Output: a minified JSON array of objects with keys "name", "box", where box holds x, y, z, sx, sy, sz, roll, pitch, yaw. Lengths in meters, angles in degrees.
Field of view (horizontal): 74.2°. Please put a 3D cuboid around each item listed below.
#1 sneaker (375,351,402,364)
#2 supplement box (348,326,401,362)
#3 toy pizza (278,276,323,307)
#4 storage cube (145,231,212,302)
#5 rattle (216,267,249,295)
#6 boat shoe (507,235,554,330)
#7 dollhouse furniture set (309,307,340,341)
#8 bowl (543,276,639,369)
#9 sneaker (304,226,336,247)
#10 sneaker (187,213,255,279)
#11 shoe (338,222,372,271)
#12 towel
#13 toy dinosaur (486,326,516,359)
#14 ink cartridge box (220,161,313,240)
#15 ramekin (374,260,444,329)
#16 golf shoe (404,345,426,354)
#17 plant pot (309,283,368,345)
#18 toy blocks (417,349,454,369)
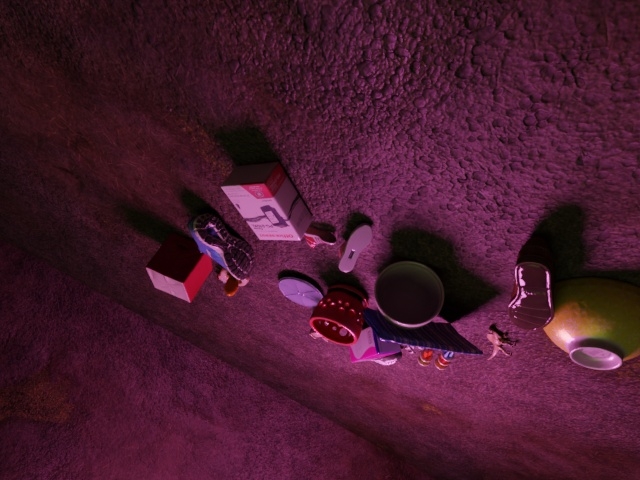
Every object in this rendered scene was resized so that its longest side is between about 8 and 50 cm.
[{"name":"sneaker","box":[0.241,0.484,1.847,0.234,0.078,0.106,-7,137,43]},{"name":"supplement box","box":[0.211,0.418,1.712,0.114,0.111,0.220,2,157,-27]},{"name":"toy pizza","box":[-0.077,0.204,1.720,0.201,0.032,0.201,18,145,13]},{"name":"storage cube","box":[-0.597,0.115,1.806,0.183,0.193,0.215,22,148,7]},{"name":"rattle","box":[-0.412,0.198,1.849,0.199,0.143,0.130,-14,149,37]},{"name":"boat shoe","box":[0.560,0.119,1.101,0.110,0.104,0.307,11,142,25]},{"name":"dollhouse furniture set","box":[0.042,0.368,1.746,0.182,0.161,0.101,43,144,-22]},{"name":"bowl","box":[0.726,0.244,1.117,0.289,0.156,0.289,18,147,13]},{"name":"sneaker","box":[0.000,0.000,1.377,0.118,0.042,0.067,21,143,23]},{"name":"sneaker","box":[-0.378,0.021,1.618,0.147,0.130,0.330,9,142,49]},{"name":"shoe","box":[0.103,0.008,1.304,0.063,0.081,0.178,19,119,-11]},{"name":"towel","box":[0.317,0.291,1.370,0.336,0.040,0.243,11,-173,-9]},{"name":"toy dinosaur","box":[0.618,0.355,1.455,0.092,0.053,0.183,18,142,40]},{"name":"ink cartridge box","box":[-0.156,-0.111,1.277,0.172,0.100,0.237,1,139,34]},{"name":"ramekin","box":[0.268,0.176,1.299,0.207,0.207,0.109,16,154,15]},{"name":"golf shoe","box":[0.348,0.367,1.631,0.094,0.077,0.198,-19,133,33]},{"name":"plant pot","box":[0.074,0.269,1.575,0.191,0.174,0.191,17,146,12]},{"name":"toy blocks","box":[0.459,0.454,1.668,0.123,0.054,0.148,11,145,6]}]
